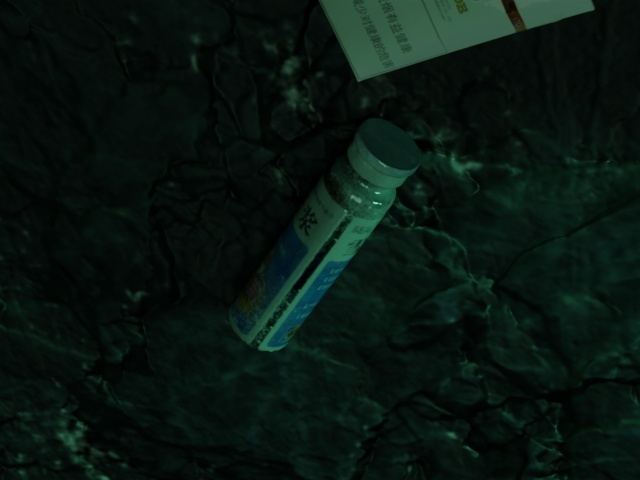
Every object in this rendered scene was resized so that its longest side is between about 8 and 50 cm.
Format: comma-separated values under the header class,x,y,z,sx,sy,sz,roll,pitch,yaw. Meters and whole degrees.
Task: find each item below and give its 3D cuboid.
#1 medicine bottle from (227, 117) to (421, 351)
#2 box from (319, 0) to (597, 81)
class,x,y,z,sx,sy,sz,roll,pitch,yaw
medicine bottle,0.000,0.000,1.082,0.051,0.051,0.191,28,127,-12
box,0.077,-0.156,0.952,0.154,0.040,0.084,-15,121,20
